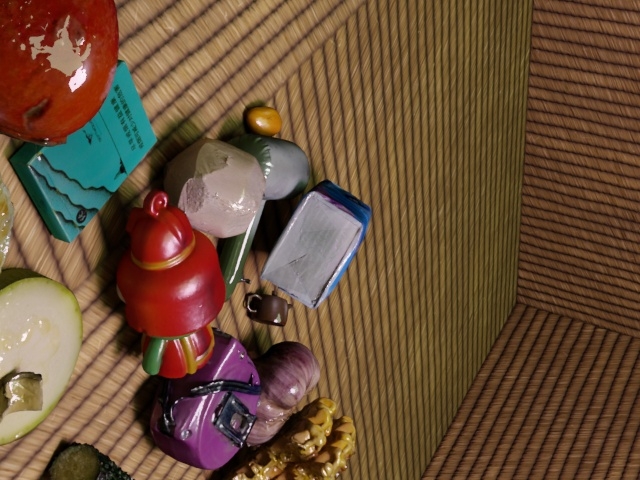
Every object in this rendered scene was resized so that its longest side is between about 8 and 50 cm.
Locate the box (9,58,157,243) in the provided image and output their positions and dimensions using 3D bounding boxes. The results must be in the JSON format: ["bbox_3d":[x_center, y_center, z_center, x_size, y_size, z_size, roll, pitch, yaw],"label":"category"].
[{"bbox_3d":[-0.333,-0.131,1.347,0.226,0.042,0.161,-57,149,-31],"label":"box"}]

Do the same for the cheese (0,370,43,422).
[{"bbox_3d":[-0.422,0.220,1.281,0.084,0.041,0.060,-36,144,-55],"label":"cheese"}]

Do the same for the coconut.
[{"bbox_3d":[-0.181,-0.090,1.553,0.161,0.162,0.161,-56,-159,36],"label":"coconut"}]

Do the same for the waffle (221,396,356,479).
[{"bbox_3d":[-0.070,0.478,1.976,0.324,0.151,0.261,-38,-178,16],"label":"waffle"}]

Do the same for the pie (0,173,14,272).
[{"bbox_3d":[-0.463,0.025,1.102,0.275,0.105,0.257,-62,157,-22],"label":"pie"}]

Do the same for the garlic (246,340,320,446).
[{"bbox_3d":[-0.111,0.302,1.942,0.245,0.160,0.245,-48,178,-2],"label":"garlic"}]

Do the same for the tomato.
[{"bbox_3d":[-0.333,-0.253,1.122,0.309,0.170,0.309,-45,144,-46],"label":"tomato"}]

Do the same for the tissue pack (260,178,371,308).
[{"bbox_3d":[0.000,0.000,1.859,0.198,0.146,0.263,-59,180,11],"label":"tissue pack"}]

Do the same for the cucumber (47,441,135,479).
[{"bbox_3d":[-0.344,0.449,1.614,0.096,0.096,0.359,-63,153,-22],"label":"cucumber"}]

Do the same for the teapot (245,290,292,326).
[{"bbox_3d":[-0.108,0.136,1.945,0.121,0.076,0.068,21,74,-35],"label":"teapot"}]

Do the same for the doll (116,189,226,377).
[{"bbox_3d":[-0.241,0.070,1.518,0.183,0.160,0.363,-48,145,-41],"label":"doll"}]

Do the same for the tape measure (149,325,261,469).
[{"bbox_3d":[-0.210,0.300,1.733,0.232,0.149,0.245,-66,154,-20],"label":"tape measure"}]

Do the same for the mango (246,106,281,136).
[{"bbox_3d":[-0.108,-0.224,1.754,0.089,0.046,0.060,18,87,-52],"label":"mango"}]

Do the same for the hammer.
[{"bbox_3d":[-0.136,-0.033,1.752,0.206,0.118,0.336,-2,113,-62],"label":"hammer"}]

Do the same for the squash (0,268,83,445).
[{"bbox_3d":[-0.440,0.164,1.309,0.252,0.048,0.252,-41,140,-46],"label":"squash"}]
